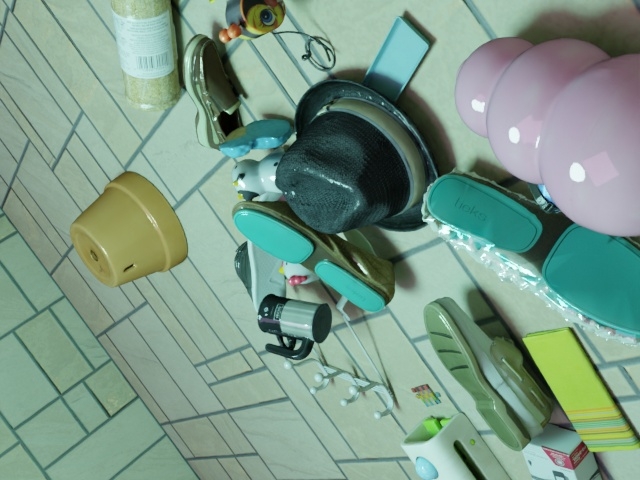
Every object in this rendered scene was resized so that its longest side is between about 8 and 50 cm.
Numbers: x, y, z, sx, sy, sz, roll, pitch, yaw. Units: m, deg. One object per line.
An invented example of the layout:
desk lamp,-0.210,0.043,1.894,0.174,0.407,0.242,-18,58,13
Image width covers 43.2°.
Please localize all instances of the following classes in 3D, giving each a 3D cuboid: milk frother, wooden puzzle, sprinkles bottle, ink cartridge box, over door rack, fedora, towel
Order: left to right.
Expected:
sprinkles bottle,-0.345,-0.423,1.579,0.121,0.121,0.355,36,145,26
milk frother,-0.042,0.183,1.694,0.135,0.143,0.129,9,92,30
over door rack,0.013,0.243,1.794,0.239,0.108,0.324,11,130,47
fedora,0.036,-0.106,1.349,0.334,0.152,0.334,37,151,25
wooden puzzle,0.223,0.325,1.695,0.049,0.006,0.083,53,149,0
ink cartridge box,0.434,0.409,1.446,0.109,0.063,0.150,4,124,51
towel,0.431,0.248,1.334,0.102,0.021,0.237,-24,101,53

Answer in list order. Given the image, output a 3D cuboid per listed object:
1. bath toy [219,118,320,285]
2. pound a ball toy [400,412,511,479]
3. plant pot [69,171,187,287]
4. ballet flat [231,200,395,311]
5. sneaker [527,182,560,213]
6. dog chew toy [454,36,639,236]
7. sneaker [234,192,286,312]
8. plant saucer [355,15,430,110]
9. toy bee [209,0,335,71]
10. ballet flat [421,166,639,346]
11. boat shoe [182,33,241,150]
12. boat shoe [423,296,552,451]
bath toy,-0.079,-0.055,1.570,0.151,0.129,0.348,-2,122,34
pound a ball toy,0.286,0.530,1.695,0.319,0.136,0.208,56,149,-4
plant pot,-0.524,-0.011,2.152,0.291,0.203,0.291,33,143,29
ballet flat,0.000,0.000,1.483,0.342,0.124,0.116,31,143,-12
sneaker,0.345,-0.060,1.094,0.152,0.058,0.084,43,142,23
dog chew toy,0.295,-0.145,0.958,0.332,0.207,0.206,38,147,38
sneaker,-0.130,0.002,1.734,0.147,0.105,0.295,44,136,53
plant saucer,0.110,-0.261,1.244,0.067,0.018,0.192,47,148,9
toy bee,-0.101,-0.386,1.260,0.298,0.162,0.195,51,147,3
ballet flat,0.330,0.022,1.166,0.409,0.147,0.147,36,145,31
boat shoe,-0.194,-0.281,1.571,0.095,0.095,0.257,21,145,21
boat shoe,0.290,0.213,1.402,0.302,0.103,0.113,57,162,-9
